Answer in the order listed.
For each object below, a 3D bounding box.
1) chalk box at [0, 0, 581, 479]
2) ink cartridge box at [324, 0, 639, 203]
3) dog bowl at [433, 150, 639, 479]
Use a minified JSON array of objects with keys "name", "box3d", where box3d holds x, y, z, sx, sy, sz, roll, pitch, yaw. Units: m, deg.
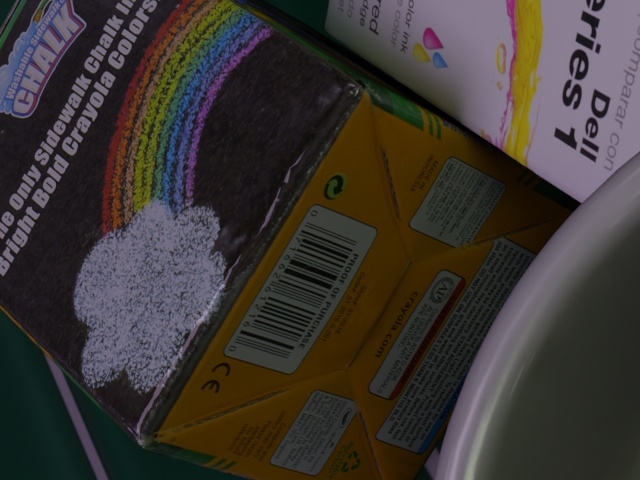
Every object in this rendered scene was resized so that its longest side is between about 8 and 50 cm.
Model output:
[{"name":"chalk box","box3d":[-0.058,-0.030,0.859,0.289,0.179,0.180,39,100,42]},{"name":"ink cartridge box","box3d":[0.130,-0.131,0.716,0.278,0.117,0.201,41,125,52]},{"name":"dog bowl","box3d":[0.183,0.099,0.482,0.348,0.102,0.349,-8,73,29]}]
